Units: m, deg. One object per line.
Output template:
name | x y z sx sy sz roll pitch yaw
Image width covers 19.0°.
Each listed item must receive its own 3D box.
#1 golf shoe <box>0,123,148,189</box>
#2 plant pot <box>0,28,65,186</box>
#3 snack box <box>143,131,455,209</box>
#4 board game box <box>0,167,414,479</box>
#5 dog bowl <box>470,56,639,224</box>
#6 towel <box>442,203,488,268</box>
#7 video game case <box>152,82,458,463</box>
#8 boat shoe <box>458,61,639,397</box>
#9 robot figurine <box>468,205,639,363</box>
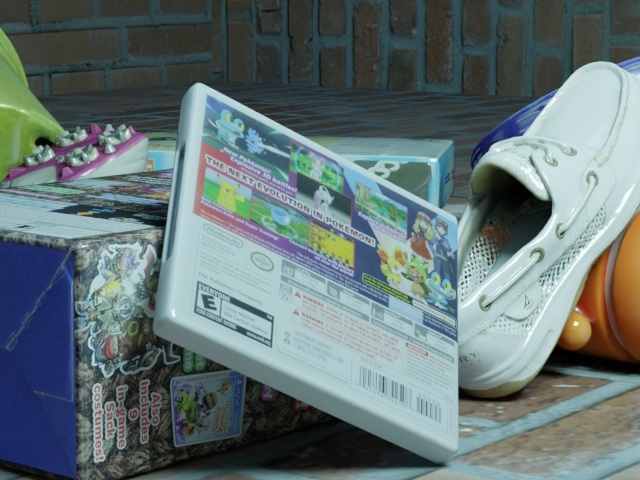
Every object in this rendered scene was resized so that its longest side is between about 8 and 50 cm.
golf shoe | -0.236 0.028 1.464 0.306 0.140 0.115 -34 29 -31
plant pot | -0.328 -0.062 1.637 0.276 0.276 0.254 -6 21 -31
snack box | -0.038 -0.066 1.847 0.321 0.060 0.187 2 8 9
board game box | -0.118 0.042 1.228 0.232 0.141 0.291 8 12 42
dog bowl | 0.270 -0.069 1.682 0.264 0.104 0.265 -19 -15 -5
towel | 0.000 0.000 1.791 0.331 0.053 0.317 5 10 33
video game case | -0.002 0.018 1.128 0.201 0.183 0.023 26 -46 -24
boat shoe | 0.148 -0.029 1.309 0.098 0.277 0.096 -2 -40 43
robot figurine | 0.208 0.025 1.389 0.219 0.128 0.158 8 -8 43
